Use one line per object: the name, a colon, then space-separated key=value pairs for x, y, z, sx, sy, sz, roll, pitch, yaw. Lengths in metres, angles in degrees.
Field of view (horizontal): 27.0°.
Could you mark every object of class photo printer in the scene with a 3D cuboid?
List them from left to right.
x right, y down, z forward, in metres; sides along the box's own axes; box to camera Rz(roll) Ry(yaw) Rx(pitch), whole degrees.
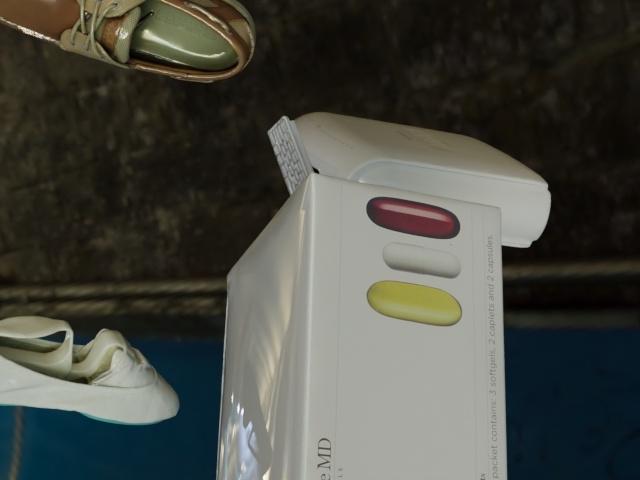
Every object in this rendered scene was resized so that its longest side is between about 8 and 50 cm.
photo printer: x=0.108 y=-0.085 z=1.737 sx=0.307 sy=0.107 sz=0.256 roll=7 pitch=-164 yaw=-23

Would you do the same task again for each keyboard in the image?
keyboard: x=0.000 y=0.000 z=1.356 sx=0.014 sy=0.256 sz=0.072 roll=-19 pitch=176 yaw=-24

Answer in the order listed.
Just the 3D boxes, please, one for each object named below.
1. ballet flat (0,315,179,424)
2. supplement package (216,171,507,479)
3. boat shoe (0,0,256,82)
ballet flat: x=-0.357 y=0.182 z=1.926 sx=0.400 sy=0.139 sz=0.139 roll=13 pitch=169 yaw=-36
supplement package: x=0.021 y=0.119 z=0.932 sx=0.145 sy=0.262 sz=0.204 roll=9 pitch=155 yaw=-18
boat shoe: x=-0.227 y=-0.256 z=1.508 sx=0.324 sy=0.123 sz=0.120 roll=10 pitch=-155 yaw=-10
